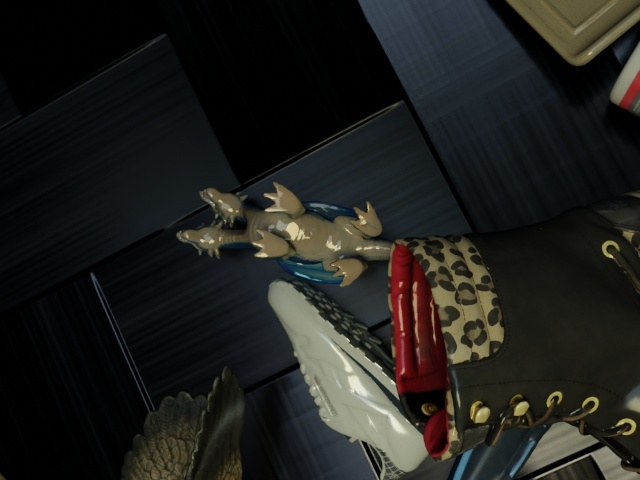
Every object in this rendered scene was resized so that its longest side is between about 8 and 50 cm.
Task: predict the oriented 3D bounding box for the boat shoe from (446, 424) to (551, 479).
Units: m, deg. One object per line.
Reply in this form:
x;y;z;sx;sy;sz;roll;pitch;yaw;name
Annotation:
0.168;0.233;0.837;0.089;0.109;0.258;24;94;10;boat shoe

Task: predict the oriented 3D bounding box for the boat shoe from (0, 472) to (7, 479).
-0.471;0.269;0.974;0.341;0.110;0.121;30;93;13;boat shoe

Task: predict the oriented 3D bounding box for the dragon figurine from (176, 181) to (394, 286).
0.000;0.000;0.898;0.289;0.144;0.085;12;87;-6;dragon figurine

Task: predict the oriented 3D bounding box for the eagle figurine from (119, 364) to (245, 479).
-0.102;0.294;0.854;0.226;0.225;0.298;-30;90;16;eagle figurine

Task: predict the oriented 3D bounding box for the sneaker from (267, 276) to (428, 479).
0.020;0.135;0.889;0.235;0.090;0.095;46;106;13;sneaker

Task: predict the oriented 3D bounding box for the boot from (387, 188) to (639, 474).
0.221;0.144;0.752;0.284;0.138;0.377;-6;80;-19;boot

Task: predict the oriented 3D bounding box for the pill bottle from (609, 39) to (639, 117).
0.372;-0.135;0.812;0.180;0.108;0.108;31;93;12;pill bottle

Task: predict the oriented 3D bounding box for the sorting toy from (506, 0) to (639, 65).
0.301;-0.330;0.854;0.307;0.041;0.229;-39;61;8;sorting toy
